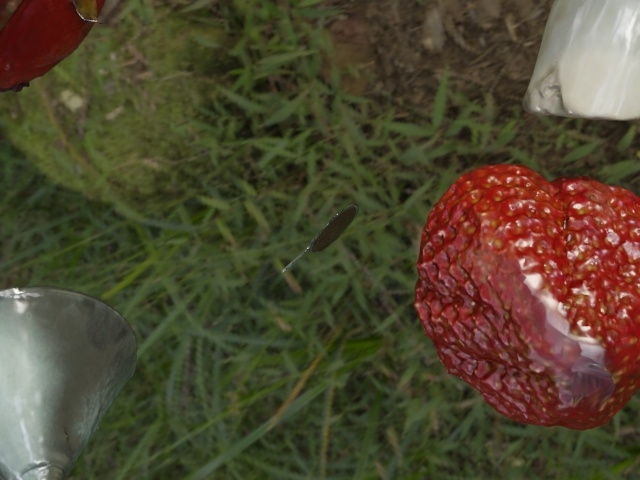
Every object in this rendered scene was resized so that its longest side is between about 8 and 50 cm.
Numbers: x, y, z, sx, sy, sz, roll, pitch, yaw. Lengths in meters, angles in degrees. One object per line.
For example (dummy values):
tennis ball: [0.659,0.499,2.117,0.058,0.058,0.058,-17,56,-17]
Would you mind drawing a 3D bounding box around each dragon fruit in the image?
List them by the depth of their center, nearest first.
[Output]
dragon fruit: [-0.383,-0.288,1.419,0.100,0.343,0.282,-117,10,-51]

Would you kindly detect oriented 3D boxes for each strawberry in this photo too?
strawberry: [0.208,0.061,1.093,0.250,0.288,0.238,3,115,-11]

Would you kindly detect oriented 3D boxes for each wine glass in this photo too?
wine glass: [-0.294,0.282,1.289,0.267,0.267,0.406,-55,38,33]

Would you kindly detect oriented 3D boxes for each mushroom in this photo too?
mushroom: [0.319,-0.285,1.028,0.353,0.325,0.353,168,90,-74]

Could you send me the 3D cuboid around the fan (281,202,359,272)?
fan: [0.000,0.000,1.471,0.005,0.133,0.085,44,155,15]
